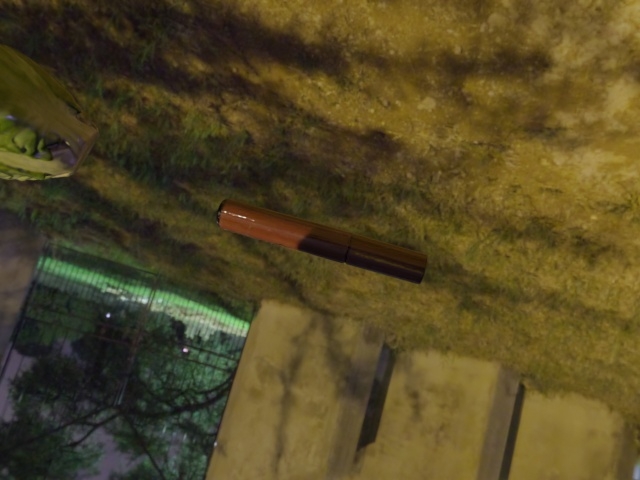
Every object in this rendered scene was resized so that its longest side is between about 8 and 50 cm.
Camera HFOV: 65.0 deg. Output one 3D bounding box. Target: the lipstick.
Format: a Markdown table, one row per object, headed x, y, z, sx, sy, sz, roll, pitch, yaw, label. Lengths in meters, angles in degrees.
| x | y | z | sx | sy | sz | roll | pitch | yaw | label |
| --- | --- | --- | --- | --- | --- | --- | --- | --- | --- |
| 0.000 | 0.000 | 0.842 | 0.356 | 0.057 | 0.057 | 15 | 171 | 4 | lipstick |

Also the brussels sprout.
| x | y | z | sx | sy | sz | roll | pitch | yaw | label |
| --- | --- | --- | --- | --- | --- | --- | --- | --- | --- |
| -0.522 | -0.202 | 0.846 | 0.271 | 0.210 | 0.219 | 28 | 135 | -36 | brussels sprout |
